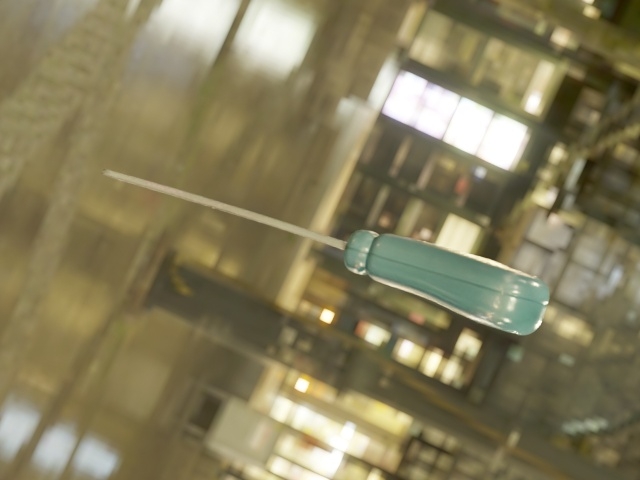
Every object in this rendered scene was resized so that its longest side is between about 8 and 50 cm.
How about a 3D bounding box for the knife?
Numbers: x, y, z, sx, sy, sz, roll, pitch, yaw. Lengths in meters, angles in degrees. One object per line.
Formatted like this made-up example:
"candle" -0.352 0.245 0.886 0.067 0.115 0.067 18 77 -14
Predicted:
"knife" 0.001 0.000 1.011 0.058 0.244 0.032 4 102 -68
